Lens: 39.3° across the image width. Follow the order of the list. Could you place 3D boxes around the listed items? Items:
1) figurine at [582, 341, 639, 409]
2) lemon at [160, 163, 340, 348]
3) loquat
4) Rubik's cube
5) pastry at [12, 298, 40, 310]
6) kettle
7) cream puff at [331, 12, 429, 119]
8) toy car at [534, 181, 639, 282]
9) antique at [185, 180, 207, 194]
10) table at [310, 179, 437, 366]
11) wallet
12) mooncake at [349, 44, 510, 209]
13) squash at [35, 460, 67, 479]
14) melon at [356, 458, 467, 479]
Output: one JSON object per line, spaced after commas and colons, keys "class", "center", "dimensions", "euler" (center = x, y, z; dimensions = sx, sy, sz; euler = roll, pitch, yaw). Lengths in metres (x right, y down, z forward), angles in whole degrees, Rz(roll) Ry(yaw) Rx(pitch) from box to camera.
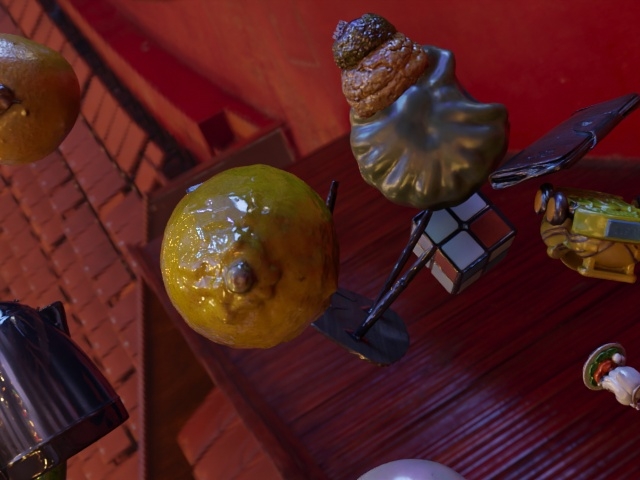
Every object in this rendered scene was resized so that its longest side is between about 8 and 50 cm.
{"class": "figurine", "center": [0.709, 0.325, 2.090], "dimensions": [0.154, 0.132, 0.132], "euler": [43, 159, 55]}
{"class": "lemon", "center": [-0.100, 0.022, 1.294], "dimensions": [0.285, 0.286, 0.316], "euler": [57, 160, 16]}
{"class": "loquat", "center": [-0.633, -0.293, 1.852], "dimensions": [0.274, 0.275, 0.275], "euler": [56, 167, 20]}
{"class": "Rubik's cube", "center": [0.331, -0.006, 2.106], "dimensions": [0.180, 0.183, 0.167], "euler": [52, 170, 18]}
{"class": "pastry", "center": [-0.615, 0.237, 1.797], "dimensions": [0.274, 0.275, 0.192], "euler": [55, 147, 23]}
{"class": "kettle", "center": [-0.469, 0.227, 1.391], "dimensions": [0.271, 0.251, 0.207], "euler": [59, -172, 1]}
{"class": "cream puff", "center": [0.091, -0.339, 1.658], "dimensions": [0.169, 0.183, 0.183], "euler": [48, 171, -12]}
{"class": "toy car", "center": [0.468, -0.011, 1.526], "dimensions": [0.248, 0.201, 0.142], "euler": [-86, 5, -77]}
{"class": "antique", "center": [-0.235, -0.038, 2.072], "dimensions": [0.220, 0.081, 0.080], "euler": [74, 174, -53]}
{"class": "table", "center": [0.085, 0.044, 1.756], "dimensions": [0.318, 0.249, 0.317], "euler": [23, -163, -8]}
{"class": "wallet", "center": [0.450, -0.184, 1.624], "dimensions": [0.172, 0.318, 0.045], "euler": [-16, 104, 51]}
{"class": "mooncake", "center": [0.224, -0.235, 1.928], "dimensions": [0.351, 0.351, 0.187], "euler": [58, -166, 8]}
{"class": "squash", "center": [-0.544, 0.488, 1.760], "dimensions": [0.082, 0.082, 0.292], "euler": [40, 123, 58]}
{"class": "melon", "center": [0.125, 0.414, 1.186], "dimensions": [0.223, 0.223, 0.316], "euler": [50, 163, 38]}
